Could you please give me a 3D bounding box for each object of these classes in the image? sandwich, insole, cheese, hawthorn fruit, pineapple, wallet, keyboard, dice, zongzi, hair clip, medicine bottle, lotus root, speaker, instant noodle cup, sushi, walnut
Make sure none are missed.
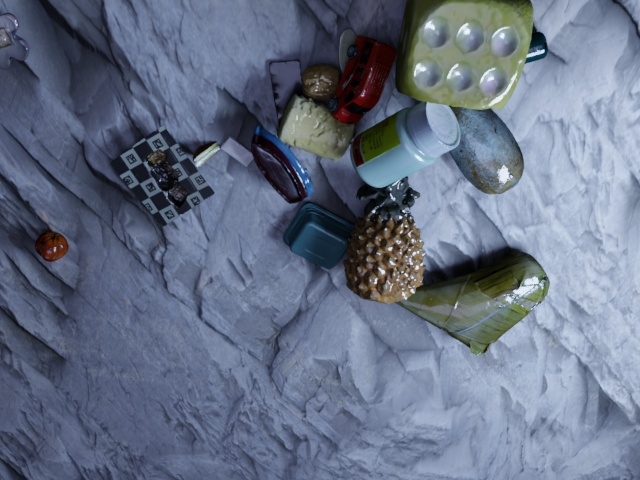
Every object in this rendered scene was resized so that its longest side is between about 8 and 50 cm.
[{"bbox_3d":[-0.298,-0.220,1.555,0.044,0.083,0.031,19,144,47],"label":"sandwich"},{"bbox_3d":[0.072,-0.389,1.414,0.063,0.010,0.192,-32,127,-26],"label":"insole"},{"bbox_3d":[-0.010,-0.265,1.460,0.167,0.094,0.123,20,127,-17],"label":"cheese"},{"bbox_3d":[-0.758,0.021,1.721,0.093,0.093,0.093,2,123,3],"label":"hawthorn fruit"},{"bbox_3d":[0.165,-0.036,1.555,0.223,0.223,0.357,2,105,3],"label":"pineapple"},{"bbox_3d":[-0.210,-0.226,1.560,0.083,0.011,0.044,36,118,-17],"label":"wallet"},{"bbox_3d":[-0.074,-0.335,1.479,0.074,0.015,0.196,-6,122,4],"label":"keyboard"},{"bbox_3d":[0.289,-0.412,1.271,0.238,0.233,0.227,8,122,-1],"label":"dice"},{"bbox_3d":[0.396,0.124,1.642,0.360,0.160,0.323,27,117,-20],"label":"zongzi"},{"bbox_3d":[-0.806,-0.456,1.428,0.257,0.075,0.146,-16,123,6],"label":"hair clip"},{"bbox_3d":[0.186,-0.217,1.374,0.225,0.139,0.139,-23,121,44],"label":"medicine bottle"},{"bbox_3d":[0.354,-0.249,1.420,0.140,0.158,0.322,-33,105,20],"label":"lotus root"},{"bbox_3d":[0.455,-0.440,1.353,0.075,0.060,0.094,-13,86,13],"label":"speaker"},{"bbox_3d":[0.000,0.000,1.657,0.179,0.070,0.157,27,122,-14],"label":"instant noodle cup"},{"bbox_3d":[-0.401,-0.170,1.588,0.192,0.050,0.215,-29,108,21],"label":"sushi"},{"bbox_3d":[0.004,-0.366,1.417,0.096,0.082,0.079,4,151,1],"label":"walnut"}]

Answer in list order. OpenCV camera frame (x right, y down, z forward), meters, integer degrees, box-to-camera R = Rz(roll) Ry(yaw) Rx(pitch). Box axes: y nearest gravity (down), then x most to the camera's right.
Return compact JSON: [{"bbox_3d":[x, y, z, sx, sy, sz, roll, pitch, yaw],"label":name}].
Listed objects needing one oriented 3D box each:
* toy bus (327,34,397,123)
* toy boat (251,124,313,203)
[{"bbox_3d":[0.094,-0.352,1.374,0.081,0.089,0.195,9,108,-41],"label":"toy bus"},{"bbox_3d":[-0.095,-0.193,1.524,0.100,0.097,0.223,-18,122,32],"label":"toy boat"}]
